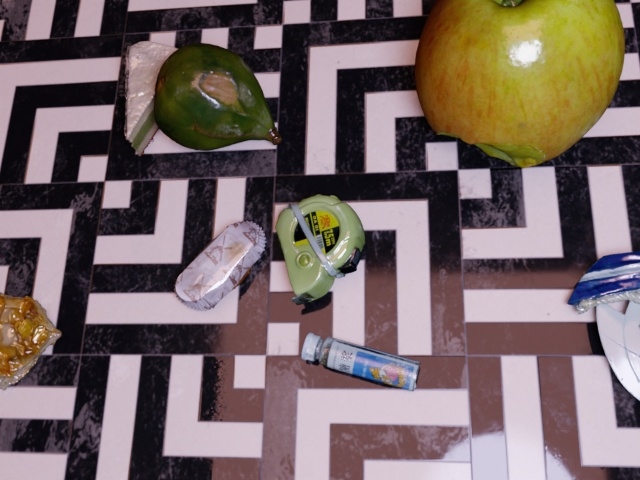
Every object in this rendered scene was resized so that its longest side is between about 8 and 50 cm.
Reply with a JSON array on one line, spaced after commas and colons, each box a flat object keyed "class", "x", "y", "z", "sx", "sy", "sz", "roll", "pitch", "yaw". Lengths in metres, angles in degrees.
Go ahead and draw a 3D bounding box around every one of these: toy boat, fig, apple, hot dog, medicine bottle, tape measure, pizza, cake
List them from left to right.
[{"class": "pizza", "x": -0.534, "y": 0.169, "z": 1.196, "sx": 0.161, "sy": 0.062, "sz": 0.182, "roll": -4, "pitch": 69, "yaw": 5}, {"class": "cake", "x": -0.346, "y": -0.286, "z": 1.310, "sx": 0.117, "sy": 0.086, "sz": 0.220, "roll": 24, "pitch": 76, "yaw": 14}, {"class": "fig", "x": -0.183, "y": -0.245, "z": 1.246, "sx": 0.245, "sy": 0.195, "sz": 0.195, "roll": 28, "pitch": 74, "yaw": -22}, {"class": "hot dog", "x": -0.174, "y": 0.041, "z": 1.195, "sx": 0.099, "sy": 0.053, "sz": 0.192, "roll": 37, "pitch": 77, "yaw": 16}, {"class": "tape measure", "x": 0.000, "y": 0.000, "z": 1.164, "sx": 0.154, "sy": 0.087, "sz": 0.177, "roll": -24, "pitch": 68, "yaw": 12}, {"class": "medicine bottle", "x": 0.066, "y": 0.196, "z": 1.109, "sx": 0.191, "sy": 0.051, "sz": 0.051, "roll": 14, "pitch": 74, "yaw": 13}, {"class": "apple", "x": 0.318, "y": -0.298, "z": 1.110, "sx": 0.340, "sy": 0.339, "sz": 0.339, "roll": -2, "pitch": 71, "yaw": 7}, {"class": "toy boat", "x": 0.533, "y": 0.143, "z": 1.058, "sx": 0.210, "sy": 0.070, "sz": 0.291, "roll": -28, "pitch": 73, "yaw": 3}]
